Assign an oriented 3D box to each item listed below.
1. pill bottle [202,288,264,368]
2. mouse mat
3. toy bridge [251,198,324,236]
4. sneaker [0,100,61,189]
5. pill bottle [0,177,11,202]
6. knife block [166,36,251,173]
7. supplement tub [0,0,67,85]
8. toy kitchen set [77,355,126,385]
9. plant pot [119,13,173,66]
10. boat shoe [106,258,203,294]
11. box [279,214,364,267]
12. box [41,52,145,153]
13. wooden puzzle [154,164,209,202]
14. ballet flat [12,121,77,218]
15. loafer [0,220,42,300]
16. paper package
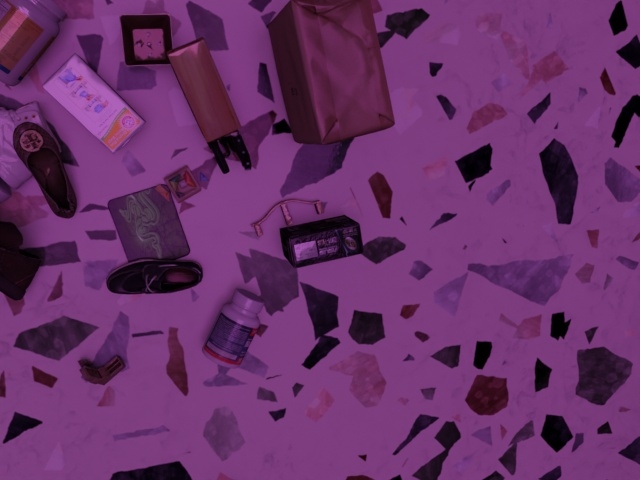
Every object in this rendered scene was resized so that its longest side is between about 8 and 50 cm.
[{"bbox_3d":[-0.215,0.219,1.591,0.107,0.108,0.180,25,95,-16],"label":"pill bottle"},{"bbox_3d":[-0.418,-0.030,1.548,0.152,0.007,0.190,-19,104,-9],"label":"mouse mat"},{"bbox_3d":[-0.088,-0.069,1.606,0.188,0.026,0.063,-20,102,-9],"label":"toy bridge"},{"bbox_3d":[-0.708,-0.277,1.387,0.169,0.108,0.293,-39,116,-5],"label":"sneaker"},{"bbox_3d":[-0.801,-0.070,1.391,0.216,0.121,0.121,-36,107,-4],"label":"pill bottle"},{"bbox_3d":[-0.237,-0.282,1.425,0.088,0.276,0.242,-26,76,-7],"label":"knife block"},{"bbox_3d":[-0.651,-0.446,1.339,0.144,0.144,0.200,39,90,-17],"label":"supplement tub"},{"bbox_3d":[-0.545,0.302,1.555,0.075,0.083,0.068,-41,65,-3],"label":"toy kitchen set"},{"bbox_3d":[-0.389,-0.448,1.425,0.108,0.096,0.109,-5,103,-12],"label":"plant pot"},{"bbox_3d":[-0.403,0.092,1.537,0.232,0.079,0.084,-5,108,-11],"label":"boat shoe"},{"bbox_3d":[0.000,0.000,1.577,0.180,0.147,0.078,-12,104,-11],"label":"box"},{"bbox_3d":[-0.501,-0.303,1.417,0.103,0.114,0.203,-45,107,-3],"label":"box"},{"bbox_3d":[-0.336,-0.136,1.538,0.116,0.014,0.079,-38,106,-8],"label":"wooden puzzle"},{"bbox_3d":[-0.603,-0.147,1.401,0.084,0.058,0.250,-26,134,-21],"label":"ballet flat"},{"bbox_3d":[-0.723,-0.002,1.350,0.133,0.366,0.130,27,68,15],"label":"loafer"},{"bbox_3d":[0.011,-0.377,1.415,0.168,0.325,0.310,-16,103,-10],"label":"paper package"}]
